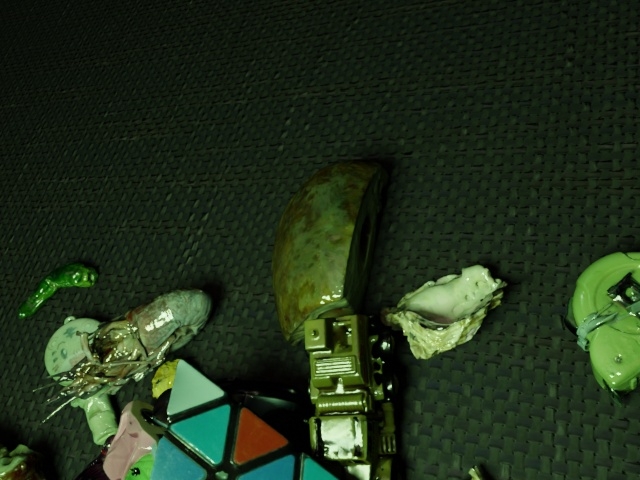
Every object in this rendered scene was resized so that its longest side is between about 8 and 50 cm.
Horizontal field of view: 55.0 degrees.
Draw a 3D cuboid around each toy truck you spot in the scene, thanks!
[{"bbox_3d":[0.036,0.227,0.811,0.127,0.127,0.257,-8,75,18],"label":"toy truck"}]

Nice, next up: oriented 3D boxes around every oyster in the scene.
[{"bbox_3d":[0.172,0.102,0.875,0.191,0.081,0.163,4,39,45],"label":"oyster"}]

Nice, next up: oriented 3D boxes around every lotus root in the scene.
[{"bbox_3d":[0.000,-0.003,0.969,0.210,0.142,0.314,-12,57,22],"label":"lotus root"}]

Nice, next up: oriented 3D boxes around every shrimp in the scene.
[{"bbox_3d":[-0.329,0.181,1.011,0.343,0.145,0.116,-32,88,-3],"label":"shrimp"}]

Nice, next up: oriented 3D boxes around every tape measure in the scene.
[{"bbox_3d":[0.387,0.088,0.755,0.178,0.087,0.154,-35,52,2],"label":"tape measure"}]

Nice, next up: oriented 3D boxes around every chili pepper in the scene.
[{"bbox_3d":[-0.533,0.093,1.238,0.182,0.050,0.073,-30,60,11],"label":"chili pepper"}]

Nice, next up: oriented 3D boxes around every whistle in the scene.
[{"bbox_3d":[-0.408,0.238,1.086,0.126,0.067,0.258,-30,57,-7],"label":"whistle"}]

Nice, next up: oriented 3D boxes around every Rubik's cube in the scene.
[{"bbox_3d":[-0.099,0.337,0.794,0.250,0.234,0.284,7,52,-9],"label":"Rubik's cube"}]

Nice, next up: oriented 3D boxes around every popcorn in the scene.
[{"bbox_3d":[-0.240,0.243,1.006,0.084,0.084,0.084,-12,58,20],"label":"popcorn"}]

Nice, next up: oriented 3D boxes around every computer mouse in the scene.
[{"bbox_3d":[-0.133,0.260,0.891,0.233,0.137,0.096,-14,56,26],"label":"computer mouse"}]

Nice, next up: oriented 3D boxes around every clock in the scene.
[{"bbox_3d":[-0.284,0.373,0.925,0.194,0.100,0.195,39,93,37],"label":"clock"}]

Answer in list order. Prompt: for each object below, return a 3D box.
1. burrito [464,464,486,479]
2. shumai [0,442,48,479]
[{"bbox_3d":[0.201,0.350,0.676,0.063,0.058,0.229,-5,25,-10],"label":"burrito"},{"bbox_3d":[-0.540,0.431,0.996,0.218,0.189,0.255,-11,41,0],"label":"shumai"}]
